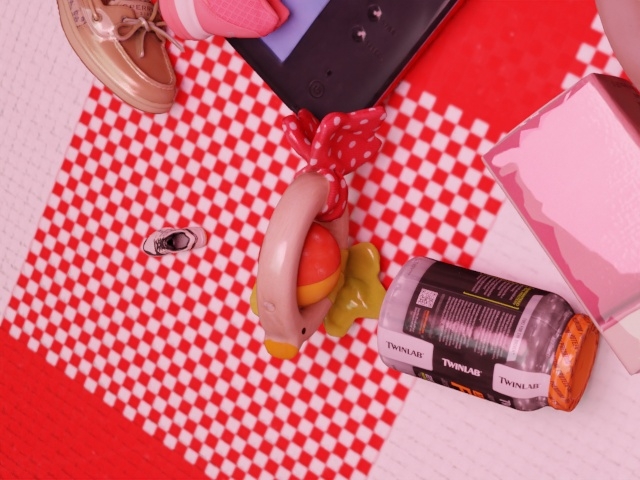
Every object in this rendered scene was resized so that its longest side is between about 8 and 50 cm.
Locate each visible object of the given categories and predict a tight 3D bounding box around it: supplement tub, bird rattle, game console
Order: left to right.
[{"bbox_3d":[-0.007,-0.339,1.253,0.386,0.060,0.342,49,113,18],"label":"game console"},{"bbox_3d":[0.000,0.000,1.195,0.143,0.207,0.254,18,129,11],"label":"bird rattle"},{"bbox_3d":[0.160,0.092,1.180,0.190,0.117,0.117,16,101,25],"label":"supplement tub"}]

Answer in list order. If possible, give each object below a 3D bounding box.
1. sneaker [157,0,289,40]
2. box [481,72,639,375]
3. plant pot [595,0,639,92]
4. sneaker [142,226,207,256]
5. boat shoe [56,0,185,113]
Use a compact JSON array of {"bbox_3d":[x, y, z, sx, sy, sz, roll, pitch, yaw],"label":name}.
[{"bbox_3d":[-0.073,-0.349,1.220,0.136,0.116,0.314,11,110,20],"label":"sneaker"},{"bbox_3d":[0.273,-0.019,1.096,0.127,0.148,0.232,-38,78,23],"label":"box"},{"bbox_3d":[0.381,-0.225,0.966,0.280,0.323,0.323,-22,84,43],"label":"plant pot"},{"bbox_3d":[-0.169,0.000,1.381,0.083,0.037,0.032,-13,90,28],"label":"sneaker"},{"bbox_3d":[-0.231,-0.268,1.353,0.089,0.104,0.285,-38,77,27],"label":"boat shoe"}]
